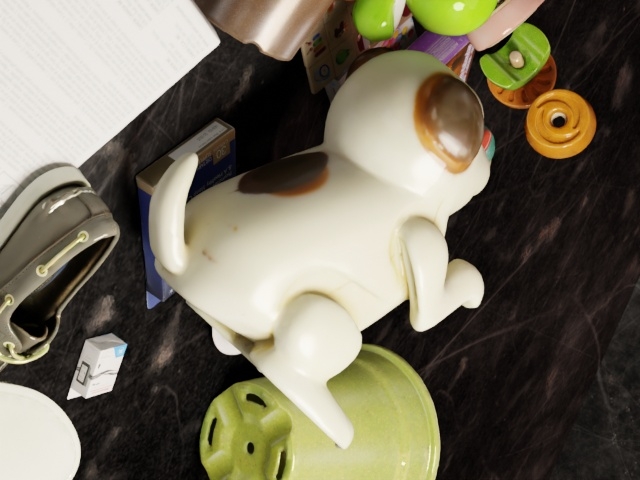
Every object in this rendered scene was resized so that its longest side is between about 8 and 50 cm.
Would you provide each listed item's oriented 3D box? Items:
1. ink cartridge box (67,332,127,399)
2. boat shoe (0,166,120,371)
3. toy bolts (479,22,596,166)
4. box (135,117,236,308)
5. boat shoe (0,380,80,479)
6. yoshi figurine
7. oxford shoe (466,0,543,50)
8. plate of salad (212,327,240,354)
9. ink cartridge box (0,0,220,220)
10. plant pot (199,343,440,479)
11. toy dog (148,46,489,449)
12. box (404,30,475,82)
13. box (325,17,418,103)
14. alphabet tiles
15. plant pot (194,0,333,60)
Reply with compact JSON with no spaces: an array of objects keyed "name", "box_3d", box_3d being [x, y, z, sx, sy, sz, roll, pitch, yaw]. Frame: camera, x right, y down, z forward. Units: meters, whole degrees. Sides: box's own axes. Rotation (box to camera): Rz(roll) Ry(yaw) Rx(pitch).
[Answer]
[{"name":"ink cartridge box","box_3d":[-0.264,0.155,1.937,0.048,0.028,0.083,-13,129,-55]},{"name":"boat shoe","box_3d":[-0.308,0.067,1.648,0.305,0.091,0.109,-53,157,21]},{"name":"toy bolts","box_3d":[0.279,-0.162,2.381,0.228,0.218,0.158,-39,159,1]},{"name":"box","box_3d":[-0.154,-0.022,1.938,0.136,0.036,0.225,-40,149,-33]},{"name":"boat shoe","box_3d":[-0.365,0.178,1.643,0.319,0.099,0.116,35,78,-50]},{"name":"yoshi figurine","box_3d":[0.155,-0.388,1.871,0.203,0.203,0.362,-3,116,-57]},{"name":"oxford shoe","box_3d":[0.256,-0.404,2.133,0.140,0.146,0.397,-34,-166,38]},{"name":"plate of salad","box_3d":[-0.068,0.069,2.164,0.200,0.048,0.200,-40,147,-33]},{"name":"ink cartridge box","box_3d":[-0.308,-0.155,1.520,0.385,0.091,0.308,-40,153,0]},{"name":"plant pot","box_3d":[-0.019,0.283,2.275,0.254,0.276,0.276,2,116,-48]},{"name":"toy dog","box_3d":[0.021,-0.041,1.897,0.408,0.284,0.395,-46,114,-6]},{"name":"box","box_3d":[0.110,-0.143,2.175,0.201,0.057,0.293,-44,161,-30]},{"name":"box","box_3d":[0.060,-0.240,2.075,0.145,0.038,0.186,-50,153,-16]},{"name":"alphabet tiles","box_3d":[0.035,-0.318,1.930,0.198,0.009,0.237,-41,137,-28]},{"name":"plant pot","box_3d":[-0.043,-0.290,1.724,0.165,0.167,0.167,-58,154,14]}]
